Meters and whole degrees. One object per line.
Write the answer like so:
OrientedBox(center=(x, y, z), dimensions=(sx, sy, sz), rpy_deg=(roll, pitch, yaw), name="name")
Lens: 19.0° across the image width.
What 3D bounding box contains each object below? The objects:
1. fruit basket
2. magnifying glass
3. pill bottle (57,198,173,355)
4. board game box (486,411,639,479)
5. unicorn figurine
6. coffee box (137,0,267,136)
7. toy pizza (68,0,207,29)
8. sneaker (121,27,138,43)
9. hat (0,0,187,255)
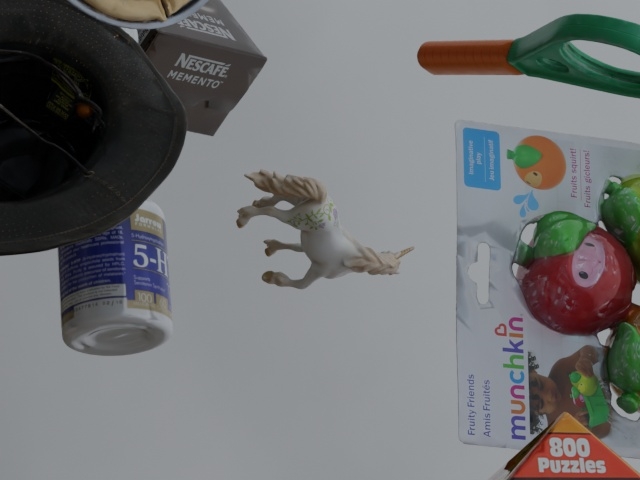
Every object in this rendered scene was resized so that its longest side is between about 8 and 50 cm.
OrientedBox(center=(0.300, 0.048, 1.848), dimensions=(0.165, 0.353, 0.327), rpy_deg=(143, -48, -62), name="fruit basket")
OrientedBox(center=(0.153, -0.124, 1.309), dimensions=(0.231, 0.092, 0.026), rpy_deg=(9, -106, 51), name="magnifying glass")
OrientedBox(center=(-0.209, 0.013, 1.932), dimensions=(0.112, 0.112, 0.186), rpy_deg=(133, -45, -59), name="pill bottle")
OrientedBox(center=(0.165, 0.422, 1.486), dimensions=(0.356, 0.356, 0.356), rpy_deg=(40, -27, 4), name="board game box")
OrientedBox(center=(0.000, 0.000, 1.591), dimensions=(0.162, 0.111, 0.060), rpy_deg=(54, 37, -56), name="unicorn figurine")
OrientedBox(center=(-0.214, -0.263, 2.143), dimensions=(0.119, 0.168, 0.297), rpy_deg=(-53, -127, 23), name="coffee box")
OrientedBox(center=(-0.118, -0.233, 1.196), dimensions=(0.032, 0.201, 0.201), rpy_deg=(-7, -74, 45), name="toy pizza")
OrientedBox(center=(-0.241, -0.222, 1.900), dimensions=(0.217, 0.079, 0.121), rpy_deg=(-24, -111, 57), name="sneaker")
OrientedBox(center=(-0.291, -0.077, 1.710), dimensions=(0.331, 0.331, 0.134), rpy_deg=(52, -37, 24), name="hat")
